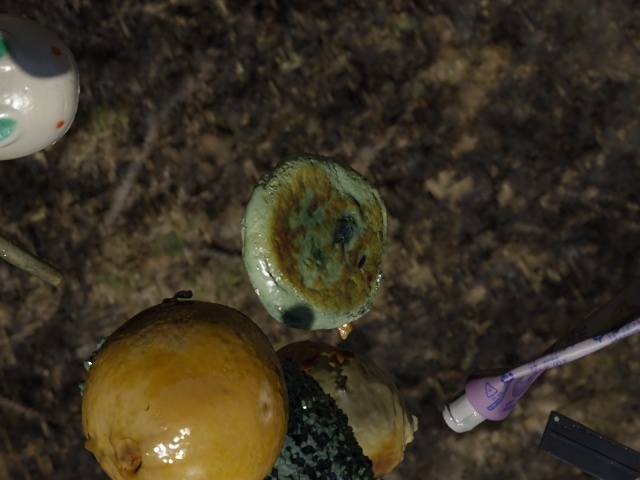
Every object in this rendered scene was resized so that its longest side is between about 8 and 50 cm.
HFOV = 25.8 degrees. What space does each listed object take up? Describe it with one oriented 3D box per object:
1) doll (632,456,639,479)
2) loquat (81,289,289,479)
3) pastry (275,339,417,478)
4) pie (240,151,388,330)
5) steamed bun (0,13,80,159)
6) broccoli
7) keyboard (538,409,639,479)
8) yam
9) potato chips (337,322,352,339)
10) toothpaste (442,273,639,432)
[{"bbox_3d":[0.465,0.266,1.558,0.278,0.119,0.154,-11,151,-17],"label":"doll"},{"bbox_3d":[-0.089,0.105,0.908,0.141,0.141,0.141,-19,148,-13],"label":"loquat"},{"bbox_3d":[-0.003,0.238,1.981,0.256,0.237,0.170,-28,157,-22],"label":"pastry"},{"bbox_3d":[0.000,0.000,1.405,0.186,0.187,0.041,2,173,-39],"label":"pie"},{"bbox_3d":[-0.398,-0.184,1.676,0.130,0.228,0.177,-9,104,-56],"label":"steamed bun"},{"bbox_3d":[-0.110,0.248,1.477,0.302,0.375,0.249,-47,-175,-11],"label":"broccoli"},{"bbox_3d":[0.406,0.311,2.012,0.198,0.064,0.010,27,164,-12],"label":"keyboard"},{"bbox_3d":[-0.413,-0.011,1.701,0.234,0.029,0.027,35,151,-24],"label":"yam"},{"bbox_3d":[-0.011,0.018,1.567,0.026,0.204,0.037,-26,-176,4],"label":"potato chips"},{"bbox_3d":[0.212,0.073,1.113,0.301,0.048,0.075,-39,-168,32],"label":"toothpaste"}]
